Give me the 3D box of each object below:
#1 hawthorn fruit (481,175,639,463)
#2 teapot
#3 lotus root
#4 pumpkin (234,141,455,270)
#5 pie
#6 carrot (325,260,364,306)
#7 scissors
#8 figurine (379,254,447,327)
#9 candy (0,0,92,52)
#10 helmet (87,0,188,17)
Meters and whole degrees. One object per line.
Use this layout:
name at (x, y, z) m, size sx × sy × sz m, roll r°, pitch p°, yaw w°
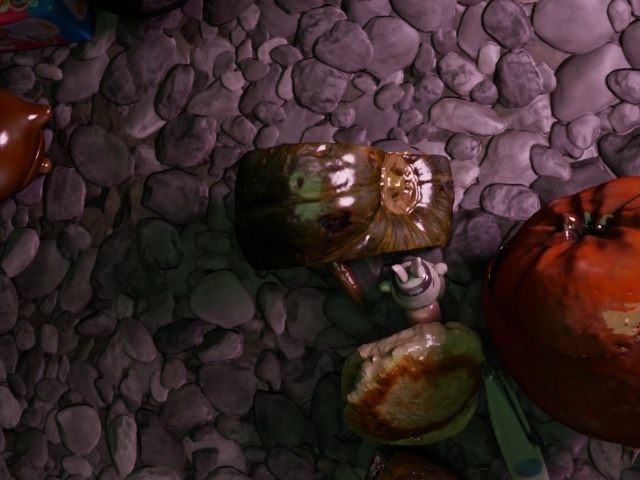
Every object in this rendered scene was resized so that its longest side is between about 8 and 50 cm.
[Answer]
hawthorn fruit at (0.314, 0.101, 0.515) m, size 0.275 × 0.276 × 0.308 m, roll -14°, pitch 111°, yaw 11°
teapot at (-0.488, -0.117, 0.745) m, size 0.252 × 0.135 × 0.178 m, roll -45°, pitch 46°, yaw 25°
lotus root at (0.141, 0.340, 0.599) m, size 0.209 × 0.120 × 0.120 m, roll 40°, pitch 96°, yaw 13°
pumpkin at (0.024, -0.040, 0.622) m, size 0.190 × 0.280 × 0.140 m, roll -7°, pitch 87°, yaw 45°
pie at (0.113, 0.182, 0.592) m, size 0.178 × 0.205 × 0.084 m, roll -7°, pitch 44°, yaw 0°
carrot at (0.000, 0.000, 0.680) m, size 0.048 × 0.048 × 0.216 m, roll -35°, pitch 86°, yaw 8°
scissors at (0.240, 0.260, 0.577) m, size 0.137 × 0.041 × 0.289 m, roll -22°, pitch 110°, yaw 13°
figurine at (0.127, 0.062, 0.598) m, size 0.081 × 0.146 × 0.098 m, roll -39°, pitch 83°, yaw 7°
candy at (-0.516, -0.388, 0.765) m, size 0.305 × 0.100 × 0.158 m, roll -2°, pitch 87°, yaw 10°
helmet at (-0.239, -0.424, 0.681) m, size 0.278 × 0.160 × 0.231 m, roll -30°, pitch 83°, yaw -6°
